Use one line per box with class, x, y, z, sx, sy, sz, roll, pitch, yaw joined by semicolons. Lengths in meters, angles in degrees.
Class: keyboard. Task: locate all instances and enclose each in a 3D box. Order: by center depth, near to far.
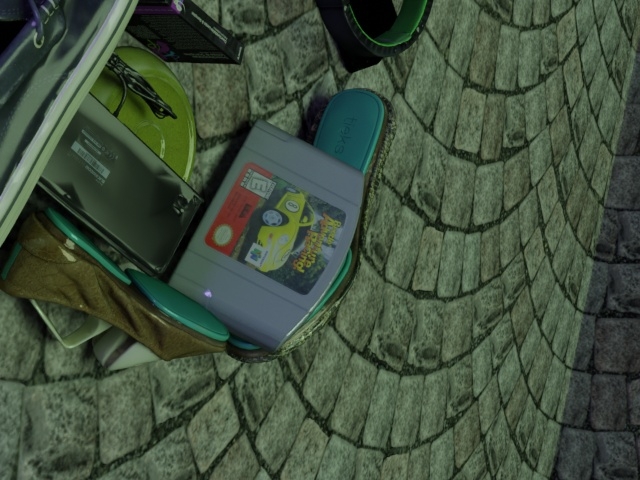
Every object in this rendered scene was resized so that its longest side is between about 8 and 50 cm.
keyboard;-0.246;-0.120;1.302;0.317;0.033;0.201;46;59;-36

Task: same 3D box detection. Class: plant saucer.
plant saucer;-0.221;-0.113;1.408;0.241;0.037;0.240;-22;116;-56

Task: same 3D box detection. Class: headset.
headset;0.086;-0.452;1.632;0.243;0.185;0.394;-39;124;-40

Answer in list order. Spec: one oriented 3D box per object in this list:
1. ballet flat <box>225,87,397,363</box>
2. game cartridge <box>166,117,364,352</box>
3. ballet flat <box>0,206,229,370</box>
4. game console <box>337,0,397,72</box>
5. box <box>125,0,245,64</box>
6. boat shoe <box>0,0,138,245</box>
ballet flat;0.000;0.000;1.705;0.182;0.164;0.482;78;31;-58
game cartridge;-0.061;-0.007;1.560;0.294;0.196;0.060;-65;-173;-26
ballet flat;-0.245;0.083;1.357;0.124;0.116;0.342;-48;142;2
game console;0.107;-0.452;1.855;0.361;0.044;0.213;-57;141;-31
box;-0.178;-0.253;1.369;0.162;0.116;0.029;36;65;-56
boat shoe;-0.304;-0.208;1.097;0.156;0.187;0.500;43;63;-48
